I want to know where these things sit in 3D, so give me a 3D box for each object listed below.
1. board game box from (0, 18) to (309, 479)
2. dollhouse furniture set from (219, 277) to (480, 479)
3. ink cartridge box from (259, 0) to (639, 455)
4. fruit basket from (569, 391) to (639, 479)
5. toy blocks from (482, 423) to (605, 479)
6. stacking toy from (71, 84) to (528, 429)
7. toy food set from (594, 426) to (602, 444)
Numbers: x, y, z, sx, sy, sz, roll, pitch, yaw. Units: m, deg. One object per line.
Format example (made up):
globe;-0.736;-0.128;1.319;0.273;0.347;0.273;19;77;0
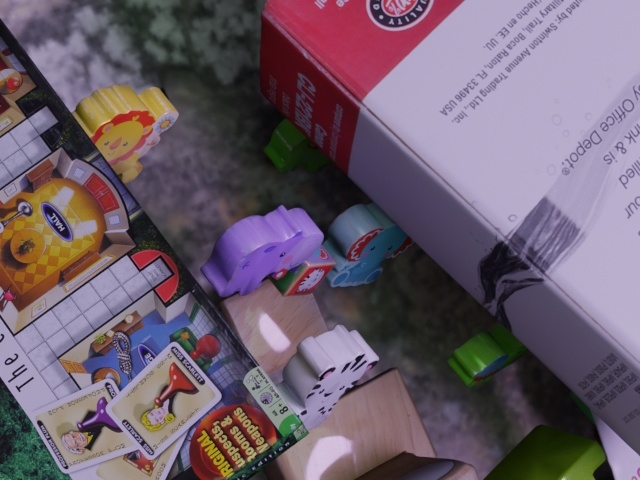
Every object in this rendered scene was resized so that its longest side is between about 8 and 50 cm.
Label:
board game box;-0.135;0.015;0.712;0.136;0.030;0.260;-37;76;-4
dollhouse furniture set;-0.125;0.009;0.784;0.303;0.174;0.356;-26;95;-23
ink cartridge box;0.135;-0.058;0.785;0.273;0.114;0.197;44;77;9
fruit basket;0.233;-0.018;0.967;0.327;0.165;0.353;-13;69;-31
toy blocks;0.040;0.309;0.842;0.381;0.190;0.261;-42;113;-20
stacking toy;0.000;0.000;0.812;0.167;0.052;0.221;51;28;22
toy food set;0.188;0.119;0.986;0.078;0.019;0.122;-17;92;-23
